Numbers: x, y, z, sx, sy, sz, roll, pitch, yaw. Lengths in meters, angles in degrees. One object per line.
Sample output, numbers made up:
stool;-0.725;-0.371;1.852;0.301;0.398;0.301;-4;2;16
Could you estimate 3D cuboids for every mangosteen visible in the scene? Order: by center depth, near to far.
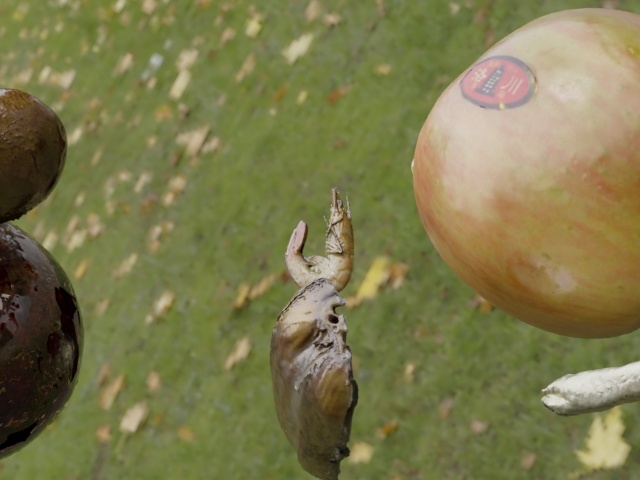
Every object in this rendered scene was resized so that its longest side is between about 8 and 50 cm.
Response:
mangosteen;-0.326;0.101;1.259;0.261;0.235;0.236;124;162;-51

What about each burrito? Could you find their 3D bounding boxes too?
burrito;0.452;0.219;2.222;0.275;0.082;0.059;-22;53;49

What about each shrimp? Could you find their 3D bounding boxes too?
shrimp;0.000;0.002;2.088;0.045;0.095;0.163;56;-147;-71

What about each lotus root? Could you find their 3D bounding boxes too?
lotus root;-0.017;0.164;1.609;0.329;0.078;0.167;95;168;-57

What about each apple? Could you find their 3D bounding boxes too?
apple;0.318;-0.072;1.718;0.346;0.391;0.391;51;119;23

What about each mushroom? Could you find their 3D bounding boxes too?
mushroom;-0.248;-0.065;1.115;0.127;0.127;0.087;-47;56;34

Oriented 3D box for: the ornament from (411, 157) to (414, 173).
ornament;0.211;-0.058;2.061;0.180;0.201;0.059;-65;18;18
